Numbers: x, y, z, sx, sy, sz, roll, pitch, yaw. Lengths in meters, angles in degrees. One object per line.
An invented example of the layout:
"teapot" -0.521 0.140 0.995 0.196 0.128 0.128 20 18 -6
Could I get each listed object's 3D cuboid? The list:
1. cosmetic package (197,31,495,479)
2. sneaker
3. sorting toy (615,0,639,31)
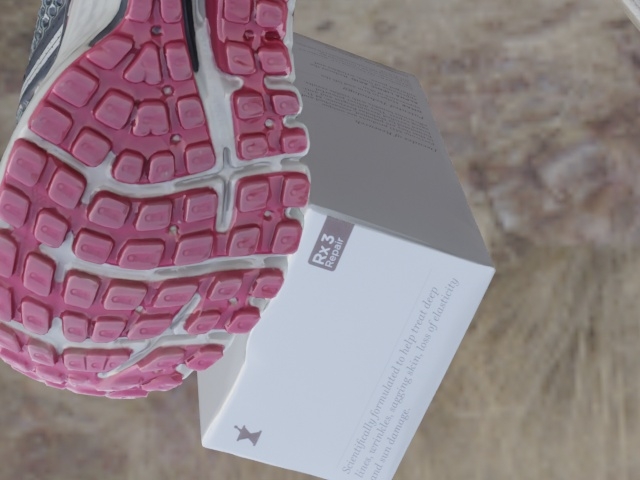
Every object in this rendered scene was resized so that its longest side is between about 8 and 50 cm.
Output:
"cosmetic package" 0.000 0.000 1.339 0.156 0.217 0.385 17 -155 -16
"sneaker" -0.056 -0.079 0.657 0.121 0.299 0.112 14 -168 -17
"sorting toy" 0.194 -0.131 0.670 0.041 0.229 0.307 -9 141 42
